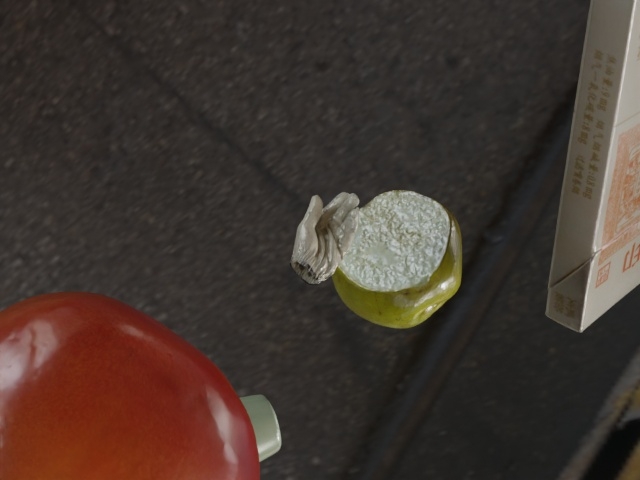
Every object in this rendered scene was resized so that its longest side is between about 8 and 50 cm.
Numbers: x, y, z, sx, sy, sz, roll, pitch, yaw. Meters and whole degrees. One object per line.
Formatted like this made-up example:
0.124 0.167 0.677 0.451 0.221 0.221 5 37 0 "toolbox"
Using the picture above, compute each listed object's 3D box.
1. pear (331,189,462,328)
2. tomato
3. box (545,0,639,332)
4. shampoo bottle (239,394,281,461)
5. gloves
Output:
0.081 0.026 1.706 0.141 0.104 0.141 -5 62 10 "pear"
-0.163 0.141 1.242 0.260 0.260 0.180 36 88 -14 "tomato"
0.305 -0.108 1.580 0.051 0.365 0.204 27 42 30 "box"
-0.142 0.200 1.568 0.212 0.049 0.072 -13 108 -17 "shampoo bottle"
0.000 0.000 1.154 0.044 0.037 0.081 43 78 -15 "gloves"
